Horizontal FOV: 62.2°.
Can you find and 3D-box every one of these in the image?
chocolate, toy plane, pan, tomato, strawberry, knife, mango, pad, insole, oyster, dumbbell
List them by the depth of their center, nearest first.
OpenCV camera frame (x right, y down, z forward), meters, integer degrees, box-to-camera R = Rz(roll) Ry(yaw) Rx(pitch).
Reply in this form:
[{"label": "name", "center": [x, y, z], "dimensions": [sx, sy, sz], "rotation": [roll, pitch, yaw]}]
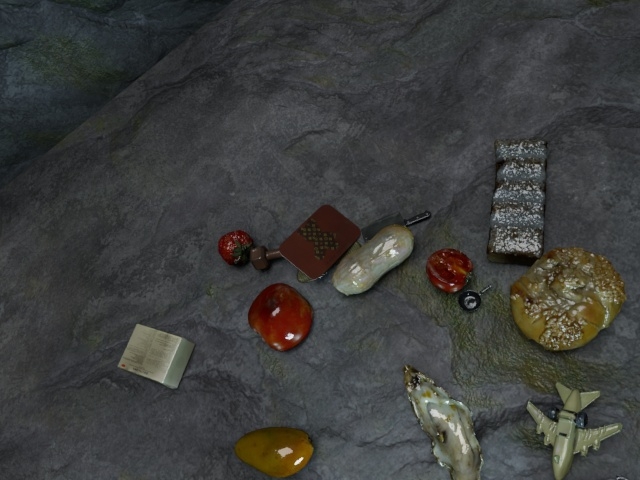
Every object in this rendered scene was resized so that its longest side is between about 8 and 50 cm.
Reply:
[{"label": "toy plane", "center": [0.627, 0.483, 1.345], "dimensions": [0.229, 0.092, 0.244], "rotation": [3, 53, 43]}, {"label": "oyster", "center": [0.332, 0.497, 1.455], "dimensions": [0.166, 0.110, 0.341], "rotation": [-44, 61, 2]}, {"label": "mango", "center": [-0.142, 0.624, 1.567], "dimensions": [0.253, 0.113, 0.139], "rotation": [-7, 62, 20]}, {"label": "pan", "center": [0.474, 0.172, 1.610], "dimensions": [0.115, 0.023, 0.068], "rotation": [-36, 57, 4]}, {"label": "tomato", "center": [0.394, 0.103, 1.641], "dimensions": [0.139, 0.091, 0.159], "rotation": [27, 49, 20]}, {"label": "chocolate", "center": [0.173, 0.064, 1.719], "dimensions": [0.309, 0.134, 0.134], "rotation": [-36, 58, 0]}, {"label": "tomato", "center": [-0.142, 0.234, 1.748], "dimensions": [0.233, 0.140, 0.200], "rotation": [33, 73, 31]}, {"label": "knife", "center": [0.256, -0.064, 1.817], "dimensions": [0.245, 0.019, 0.072], "rotation": [-21, 58, 12]}, {"label": "pad", "center": [0.000, 0.000, 1.820], "dimensions": [0.181, 0.004, 0.267], "rotation": [39, 64, 13]}, {"label": "insole", "center": [0.028, 0.072, 1.843], "dimensions": [0.253, 0.005, 0.086], "rotation": [-28, 59, 6]}, {"label": "dumbbell", "center": [-0.133, 0.041, 1.875], "dimensions": [0.230, 0.082, 0.092], "rotation": [-16, 61, 13]}, {"label": "strawberry", "center": [-0.315, 0.016, 1.935], "dimensions": [0.131, 0.131, 0.148], "rotation": [-44, 65, -4]}]

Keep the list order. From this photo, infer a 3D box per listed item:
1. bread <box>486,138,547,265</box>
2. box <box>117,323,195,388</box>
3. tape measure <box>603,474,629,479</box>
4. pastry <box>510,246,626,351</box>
[{"label": "bread", "center": [0.617, -0.126, 1.656], "dimensions": [0.165, 0.113, 0.417], "rotation": [1, 66, 24]}, {"label": "box", "center": [-0.573, 0.403, 1.854], "dimensions": [0.211, 0.095, 0.168], "rotation": [11, 68, 26]}, {"label": "tape measure", "center": [0.648, 0.664, 1.240], "dimensions": [0.236, 0.120, 0.197], "rotation": [-17, 53, 17]}, {"label": "pastry", "center": [0.678, 0.151, 1.456], "dimensions": [0.311, 0.162, 0.255], "rotation": [-44, 67, -2]}]
